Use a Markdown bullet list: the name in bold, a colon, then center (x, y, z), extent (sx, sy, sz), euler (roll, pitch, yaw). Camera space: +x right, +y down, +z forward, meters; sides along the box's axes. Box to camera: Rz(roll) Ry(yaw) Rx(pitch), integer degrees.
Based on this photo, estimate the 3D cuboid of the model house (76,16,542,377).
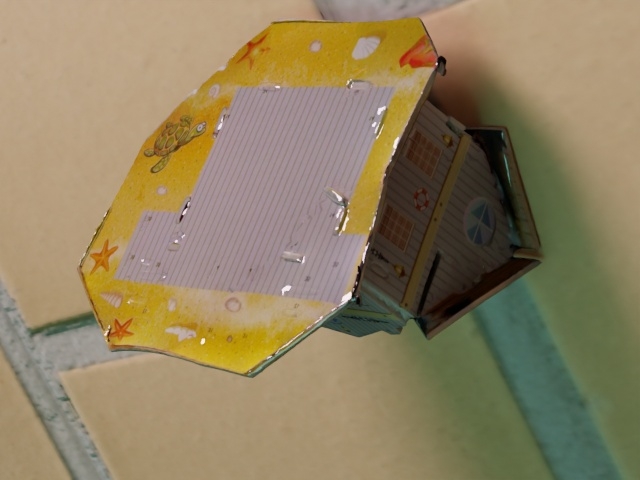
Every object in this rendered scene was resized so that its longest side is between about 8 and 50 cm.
- **model house**: center (0.000, 0.000, 1.029), extent (0.219, 0.207, 0.136), euler (1, 154, 46)
